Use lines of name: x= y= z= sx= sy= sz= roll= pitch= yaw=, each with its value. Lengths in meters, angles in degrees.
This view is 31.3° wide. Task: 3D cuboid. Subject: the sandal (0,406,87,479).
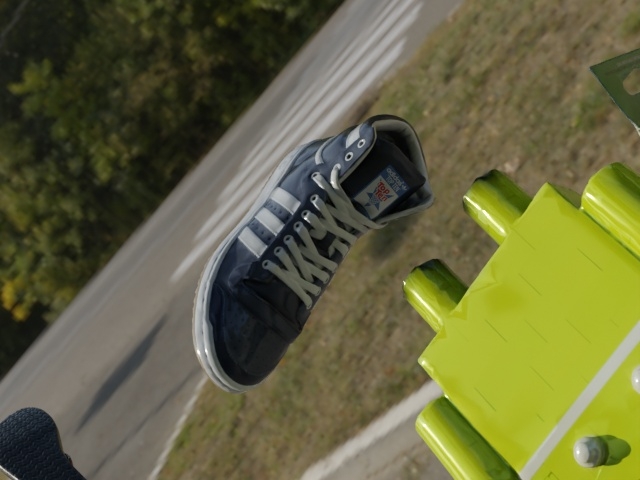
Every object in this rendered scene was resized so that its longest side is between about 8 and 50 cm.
sandal: x=-0.263 y=0.223 z=1.088 sx=0.067 sy=0.040 sz=0.179 roll=-30 pitch=42 yaw=-20

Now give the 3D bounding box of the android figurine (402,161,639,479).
android figurine: x=0.168 y=0.077 z=0.770 sx=0.248 sy=0.056 sz=0.273 roll=-55 pitch=50 yaw=20

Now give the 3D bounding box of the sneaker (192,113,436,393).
sneaker: x=0.000 y=0.000 z=0.978 sx=0.153 sy=0.099 sz=0.282 roll=-18 pitch=35 yaw=43

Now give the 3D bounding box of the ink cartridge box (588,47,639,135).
ink cartridge box: x=0.289 y=-0.064 z=0.778 sx=0.109 sy=0.209 sz=0.062 roll=-26 pitch=-14 yaw=-45
